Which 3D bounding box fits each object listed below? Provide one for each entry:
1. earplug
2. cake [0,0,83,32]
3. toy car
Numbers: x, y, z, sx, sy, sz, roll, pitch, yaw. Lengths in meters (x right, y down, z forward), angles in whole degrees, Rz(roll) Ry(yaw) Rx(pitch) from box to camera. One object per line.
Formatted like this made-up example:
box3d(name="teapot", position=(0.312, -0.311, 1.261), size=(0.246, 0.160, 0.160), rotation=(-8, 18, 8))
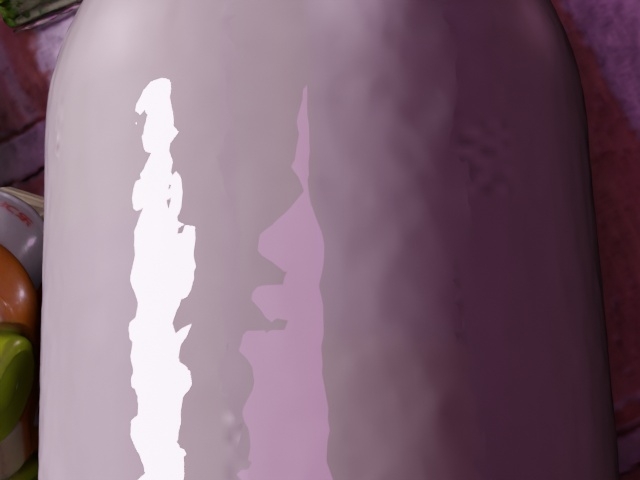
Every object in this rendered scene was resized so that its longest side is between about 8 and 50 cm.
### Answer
box3d(name="earplug", position=(0.000, 0.000, 1.038), size=(0.312, 0.312, 0.394), rotation=(-4, 81, 12))
box3d(name="cake", position=(-0.199, -0.234, 1.161), size=(0.100, 0.235, 0.099), rotation=(-24, 67, 2))
box3d(name="toy car", position=(-0.208, 0.055, 1.127), size=(0.145, 0.235, 0.235), rotation=(17, 86, 13))
